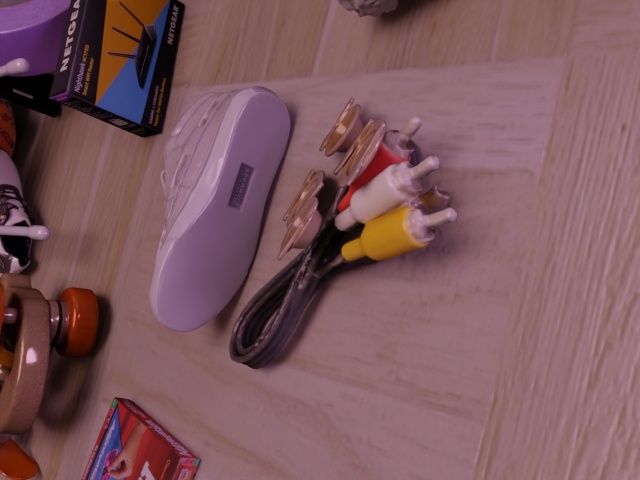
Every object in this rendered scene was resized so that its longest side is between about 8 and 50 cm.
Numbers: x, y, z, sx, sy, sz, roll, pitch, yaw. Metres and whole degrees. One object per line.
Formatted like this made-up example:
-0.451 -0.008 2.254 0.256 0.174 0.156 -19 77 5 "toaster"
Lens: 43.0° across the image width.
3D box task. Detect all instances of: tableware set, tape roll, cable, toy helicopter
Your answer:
0.005 -0.056 0.711 0.141 0.020 0.169 -56 14 13 "tableware set"
-0.398 -0.361 1.114 0.274 0.090 0.275 -4 64 7 "tape roll"
0.000 0.000 0.712 0.287 0.072 0.140 -35 48 30 "cable"
-0.414 0.154 1.041 0.355 0.140 0.235 10 91 56 "toy helicopter"

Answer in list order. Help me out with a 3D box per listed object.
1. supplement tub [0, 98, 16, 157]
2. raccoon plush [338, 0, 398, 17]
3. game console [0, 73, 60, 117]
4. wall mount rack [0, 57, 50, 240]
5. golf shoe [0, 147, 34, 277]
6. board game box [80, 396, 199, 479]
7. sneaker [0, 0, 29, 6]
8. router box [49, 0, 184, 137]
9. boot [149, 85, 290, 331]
-0.618 -0.204 1.283 0.338 0.207 0.207 28 95 45 "supplement tub"
0.209 -0.259 0.586 0.299 0.216 0.446 62 148 23 "raccoon plush"
-0.454 -0.229 1.194 0.071 0.122 0.107 -30 57 35 "game console"
-0.482 -0.104 1.042 0.303 0.130 0.350 -5 97 6 "wall mount rack"
-0.437 -0.041 1.147 0.093 0.077 0.198 -14 79 36 "golf shoe"
-0.223 0.322 0.840 0.145 0.027 0.282 22 91 44 "board game box"
-0.481 -0.341 1.227 0.085 0.237 0.086 59 165 3 "sneaker"
-0.242 -0.231 0.984 0.046 0.133 0.179 -6 72 43 "router box"
-0.123 -0.037 0.842 0.123 0.095 0.258 11 75 51 "boot"
